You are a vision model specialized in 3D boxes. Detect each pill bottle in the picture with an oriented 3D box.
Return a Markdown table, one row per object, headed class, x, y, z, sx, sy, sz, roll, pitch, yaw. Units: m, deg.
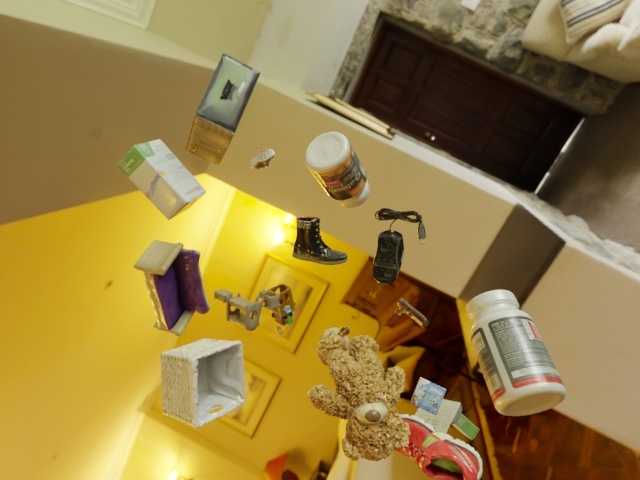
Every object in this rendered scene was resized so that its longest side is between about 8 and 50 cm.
| class | x | y | z | sx | sy | sz | roll | pitch | yaw |
| --- | --- | --- | --- | --- | --- | --- | --- | --- | --- |
| pill bottle | 0.070 | -0.237 | 1.574 | 0.162 | 0.162 | 0.278 | -62 | -35 | -14 |
| pill bottle | 0.611 | 0.353 | 1.448 | 0.210 | 0.210 | 0.362 | 113 | 158 | -45 |

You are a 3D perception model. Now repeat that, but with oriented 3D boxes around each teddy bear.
| class | x | y | z | sx | sy | sz | roll | pitch | yaw |
| --- | --- | --- | --- | --- | --- | --- | --- | --- | --- |
| teddy bear | 0.098 | 0.350 | 1.089 | 0.338 | 0.245 | 0.113 | -78 | 7 | -58 |

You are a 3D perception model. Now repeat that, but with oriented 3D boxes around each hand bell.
| class | x | y | z | sx | sy | sz | roll | pitch | yaw |
| --- | --- | --- | --- | --- | --- | --- | --- | --- | --- |
| hand bell | 0.083 | 0.396 | 1.867 | 0.126 | 0.126 | 0.242 | -61 | -4 | -26 |

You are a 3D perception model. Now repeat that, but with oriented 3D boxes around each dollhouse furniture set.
| class | x | y | z | sx | sy | sz | roll | pitch | yaw |
| --- | --- | --- | --- | --- | --- | --- | --- | --- | --- |
| dollhouse furniture set | -0.264 | 0.237 | 1.623 | 0.161 | 0.182 | 0.101 | -13 | -69 | -47 |

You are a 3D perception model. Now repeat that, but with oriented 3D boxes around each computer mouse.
| class | x | y | z | sx | sy | sz | roll | pitch | yaw |
| --- | --- | --- | --- | --- | --- | --- | --- | --- | --- |
| computer mouse | 0.269 | 0.022 | 1.495 | 0.060 | 0.184 | 0.261 | 5 | -93 | -53 |

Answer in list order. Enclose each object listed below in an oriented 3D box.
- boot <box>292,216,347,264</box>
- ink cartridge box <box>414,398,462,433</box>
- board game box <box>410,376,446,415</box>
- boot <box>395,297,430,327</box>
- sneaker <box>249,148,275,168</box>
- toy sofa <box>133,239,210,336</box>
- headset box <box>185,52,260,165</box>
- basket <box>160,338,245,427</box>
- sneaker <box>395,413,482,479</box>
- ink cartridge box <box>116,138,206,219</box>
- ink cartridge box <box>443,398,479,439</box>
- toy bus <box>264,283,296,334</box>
| class | x | y | z | sx | sy | sz | roll | pitch | yaw |
| --- | --- | --- | --- | --- | --- | --- | --- | --- | --- |
| boot | -0.001 | 0.000 | 1.845 | 0.085 | 0.237 | 0.178 | -52 | -33 | -65 |
| ink cartridge box | 0.431 | 0.664 | 1.674 | 0.179 | 0.146 | 0.045 | -39 | -61 | -47 |
| board game box | 0.352 | 0.509 | 1.465 | 0.090 | 0.090 | 0.020 | -64 | -15 | -15 |
| boot | 0.290 | 0.240 | 1.403 | 0.037 | 0.114 | 0.106 | -44 | -29 | -15 |
| sneaker | -0.259 | -0.375 | 2.089 | 0.158 | 0.065 | 0.061 | -19 | 62 | 38 |
| toy sofa | -0.535 | 0.184 | 1.650 | 0.150 | 0.177 | 0.362 | -68 | -14 | -48 |
| headset box | -0.323 | -0.424 | 1.471 | 0.283 | 0.131 | 0.246 | -28 | 41 | 64 |
| basket | -0.568 | 0.662 | 2.162 | 0.328 | 0.267 | 0.330 | -7 | -83 | -58 |
| sneaker | 0.267 | 0.538 | 1.146 | 0.118 | 0.279 | 0.107 | -19 | -65 | -57 |
| ink cartridge box | -0.458 | -0.180 | 1.315 | 0.093 | 0.212 | 0.154 | -40 | 10 | 18 |
| ink cartridge box | 0.631 | 0.833 | 2.110 | 0.062 | 0.209 | 0.109 | -48 | 7 | -12 |
| toy bus | -0.164 | 0.296 | 2.026 | 0.104 | 0.190 | 0.202 | -24 | -19 | -30 |
